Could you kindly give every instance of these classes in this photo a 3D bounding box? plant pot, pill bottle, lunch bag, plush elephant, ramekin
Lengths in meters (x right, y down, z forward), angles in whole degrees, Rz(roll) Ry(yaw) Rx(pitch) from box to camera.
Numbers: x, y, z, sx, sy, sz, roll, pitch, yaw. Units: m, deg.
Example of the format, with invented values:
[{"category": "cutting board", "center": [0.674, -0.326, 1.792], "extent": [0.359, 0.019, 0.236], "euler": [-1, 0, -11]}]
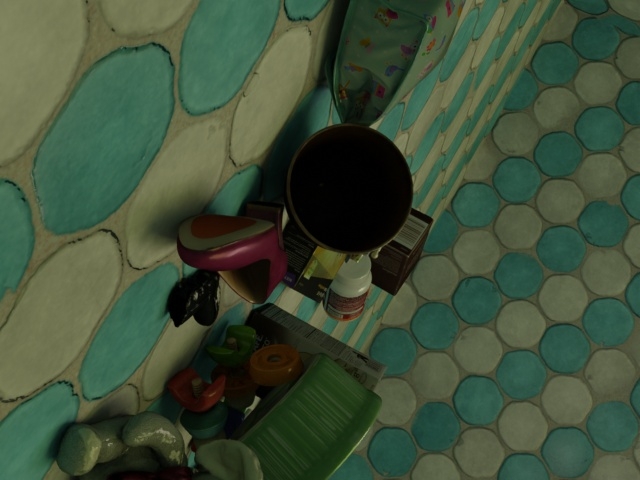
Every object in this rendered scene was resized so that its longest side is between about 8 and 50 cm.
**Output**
[{"category": "plant pot", "center": [0.021, -0.077, 1.401], "extent": [0.215, 0.215, 0.230], "euler": [-58, -169, -11]}, {"category": "pill bottle", "center": [0.072, 0.119, 2.136], "extent": [0.121, 0.121, 0.221], "euler": [-53, 165, -31]}, {"category": "lunch bag", "center": [0.123, -0.327, 1.322], "extent": [0.223, 0.160, 0.262], "euler": [-51, 167, -39]}, {"category": "plush elephant", "center": [-0.249, 0.405, 1.238], "extent": [0.272, 0.255, 0.330], "euler": [-65, 166, 16]}, {"category": "ramekin", "center": [-0.043, 0.351, 1.483], "extent": [0.303, 0.148, 0.303], "euler": [-45, 180, 0]}]

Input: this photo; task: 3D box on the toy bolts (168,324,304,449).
[{"category": "toy bolts", "center": [-0.149, 0.291, 1.460], "extent": [0.228, 0.218, 0.159], "euler": [-36, 128, -47]}]

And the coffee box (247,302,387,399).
[{"category": "coffee box", "center": [-0.031, 0.280, 1.695], "extent": [0.168, 0.297, 0.119], "euler": [-64, 171, 11]}]

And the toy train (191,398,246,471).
[{"category": "toy train", "center": [-0.222, 0.445, 1.791], "extent": [0.143, 0.105, 0.248], "euler": [-64, 177, -65]}]

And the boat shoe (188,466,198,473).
[{"category": "boat shoe", "center": [-0.291, 0.497, 1.588], "extent": [0.105, 0.113, 0.306], "euler": [-60, 171, -35]}]

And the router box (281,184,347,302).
[{"category": "router box", "center": [0.000, 0.000, 1.710], "extent": [0.243, 0.081, 0.309], "euler": [-60, 167, -3]}]

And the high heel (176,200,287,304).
[{"category": "high heel", "center": [-0.121, 0.048, 1.194], "extent": [0.377, 0.127, 0.181], "euler": [-27, 124, -72]}]

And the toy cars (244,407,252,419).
[{"category": "toy cars", "center": [-0.128, 0.404, 1.931], "extent": [0.176, 0.087, 0.394], "euler": [-15, 125, -59]}]

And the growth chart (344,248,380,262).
[{"category": "growth chart", "center": [0.096, -0.019, 1.872], "extent": [0.237, 0.021, 0.172], "euler": [5, -114, 59]}]

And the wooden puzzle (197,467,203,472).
[{"category": "wooden puzzle", "center": [-0.327, 0.628, 1.886], "extent": [0.239, 0.044, 0.221], "euler": [-60, 168, 23]}]

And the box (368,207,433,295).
[{"category": "box", "center": [0.199, 0.013, 2.286], "extent": [0.168, 0.167, 0.203], "euler": [-52, 164, -35]}]

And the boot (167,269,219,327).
[{"category": "boot", "center": [-0.201, 0.105, 1.260], "extent": [0.099, 0.045, 0.121], "euler": [-46, 153, -54]}]
